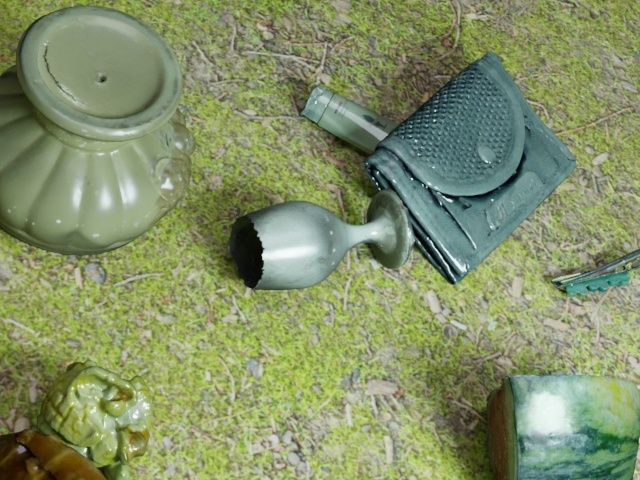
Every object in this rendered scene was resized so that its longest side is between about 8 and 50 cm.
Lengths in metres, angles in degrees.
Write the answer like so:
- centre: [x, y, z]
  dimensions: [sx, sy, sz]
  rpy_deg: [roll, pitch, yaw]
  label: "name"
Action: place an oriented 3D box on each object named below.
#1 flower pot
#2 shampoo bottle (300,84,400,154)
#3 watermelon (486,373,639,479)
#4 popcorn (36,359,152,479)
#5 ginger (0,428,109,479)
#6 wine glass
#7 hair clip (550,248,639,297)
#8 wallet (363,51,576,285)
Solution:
- centre: [-0.307, -0.153, 1.826]
  dimensions: [0.307, 0.244, 0.308]
  rpy_deg: [10, 56, -15]
  label: "flower pot"
- centre: [0.074, -0.168, 2.105]
  dimensions: [0.212, 0.049, 0.072]
  rpy_deg: [27, 58, -2]
  label: "shampoo bottle"
- centre: [0.302, 0.284, 1.849]
  dimensions: [0.212, 0.201, 0.262]
  rpy_deg: [0, 100, -23]
  label: "watermelon"
- centre: [-0.273, 0.215, 1.672]
  dimensions: [0.135, 0.162, 0.141]
  rpy_deg: [-13, 30, 10]
  label: "popcorn"
- centre: [-0.229, 0.375, 1.537]
  dimensions: [0.418, 0.254, 0.176]
  rpy_deg: [38, 92, 20]
  label: "ginger"
- centre: [0.000, 0.000, 1.916]
  dimensions: [0.241, 0.126, 0.126]
  rpy_deg: [-8, 60, -29]
  label: "wine glass"
- centre: [0.424, 0.057, 2.094]
  dimensions: [0.172, 0.049, 0.049]
  rpy_deg: [-16, 64, -23]
  label: "hair clip"
- centre: [0.236, -0.121, 2.088]
  dimensions: [0.237, 0.075, 0.342]
  rpy_deg: [52, 54, -5]
  label: "wallet"
